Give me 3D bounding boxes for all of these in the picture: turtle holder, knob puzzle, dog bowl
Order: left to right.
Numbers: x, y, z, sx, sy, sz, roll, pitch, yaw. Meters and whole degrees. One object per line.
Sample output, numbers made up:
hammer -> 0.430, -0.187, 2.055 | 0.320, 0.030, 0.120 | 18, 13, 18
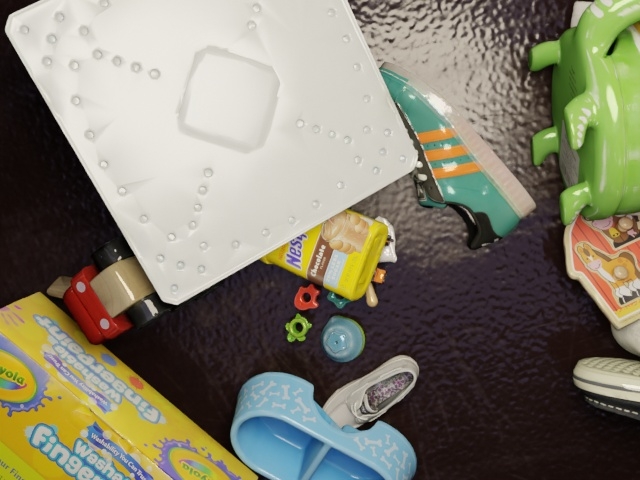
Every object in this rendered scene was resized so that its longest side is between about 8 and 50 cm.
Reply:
dog bowl -> -0.003, 0.317, 1.083 | 0.297, 0.074, 0.166 | 28, 125, 1
knob puzzle -> 0.430, 0.005, 1.011 | 0.213, 0.030, 0.213 | -1, 62, 1
turtle holder -> 0.400, -0.188, 0.921 | 0.227, 0.243, 0.320 | -8, 106, 6

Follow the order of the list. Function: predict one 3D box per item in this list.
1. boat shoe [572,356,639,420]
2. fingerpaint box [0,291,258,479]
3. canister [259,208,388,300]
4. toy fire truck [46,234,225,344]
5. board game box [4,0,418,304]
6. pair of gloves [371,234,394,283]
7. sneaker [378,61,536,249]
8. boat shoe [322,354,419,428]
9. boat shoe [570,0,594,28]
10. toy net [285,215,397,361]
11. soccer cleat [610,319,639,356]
boat shoe -> 0.584, 0.294, 1.008 | 0.500, 0.187, 0.156 | 21, 93, -3
fingerpaint box -> -0.382, 0.364, 1.062 | 0.444, 0.163, 0.371 | 39, 102, 0
canister -> 0.000, 0.000, 1.044 | 0.169, 0.073, 0.126 | 24, 99, 24
toy fire truck -> -0.303, 0.073, 1.053 | 0.246, 0.217, 0.158 | -35, 88, 24
board game box -> -0.119, -0.178, 0.920 | 0.390, 0.050, 0.390 | -30, 105, -11
pair of gloves -> 0.067, 0.019, 1.060 | 0.074, 0.010, 0.083 | 12, 93, 22
sneaker -> 0.165, -0.115, 1.027 | 0.121, 0.108, 0.302 | -43, 93, 5
boat shoe -> 0.073, 0.246, 1.104 | 0.184, 0.063, 0.066 | -31, 94, 8
boat shoe -> 0.459, -0.303, 0.988 | 0.226, 0.083, 0.076 | -1, 98, 6
toy net -> 0.039, 0.066, 1.098 | 0.122, 0.045, 0.232 | 26, 96, 17
soccer cleat -> 0.581, 0.140, 1.004 | 0.331, 0.143, 0.116 | 2, 99, 5
